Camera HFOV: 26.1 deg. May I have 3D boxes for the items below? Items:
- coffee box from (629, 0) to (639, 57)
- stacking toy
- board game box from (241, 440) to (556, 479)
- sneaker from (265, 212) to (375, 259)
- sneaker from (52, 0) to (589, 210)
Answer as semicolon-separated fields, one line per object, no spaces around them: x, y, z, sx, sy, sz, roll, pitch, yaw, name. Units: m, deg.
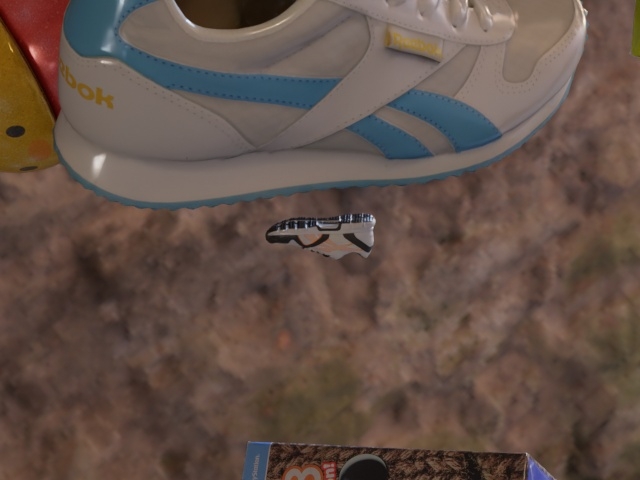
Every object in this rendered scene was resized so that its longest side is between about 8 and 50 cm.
0.558;-0.348;1.432;0.334;0.337;0.338;-22;-58;-44;coffee box
-0.308;-0.182;1.489;0.480;0.351;0.350;-32;-17;-12;stacking toy
0.069;0.326;1.337;0.291;0.232;0.141;-2;-23;23;board game box
0.000;0.000;1.351;0.109;0.044;0.040;-1;19;8;sneaker
0.014;-0.078;0.520;0.228;0.087;0.092;-15;-42;-29;sneaker
